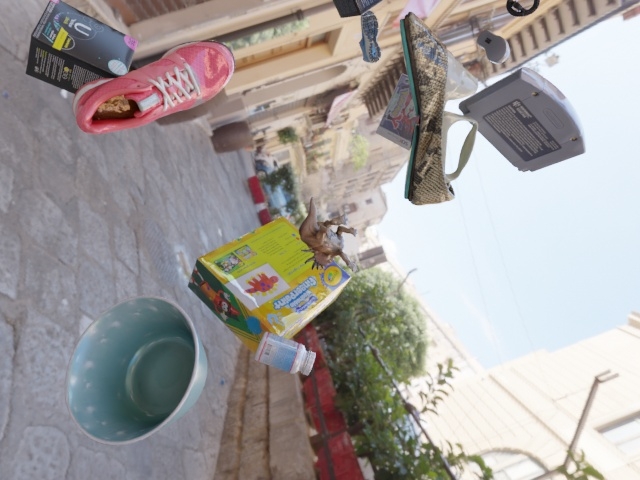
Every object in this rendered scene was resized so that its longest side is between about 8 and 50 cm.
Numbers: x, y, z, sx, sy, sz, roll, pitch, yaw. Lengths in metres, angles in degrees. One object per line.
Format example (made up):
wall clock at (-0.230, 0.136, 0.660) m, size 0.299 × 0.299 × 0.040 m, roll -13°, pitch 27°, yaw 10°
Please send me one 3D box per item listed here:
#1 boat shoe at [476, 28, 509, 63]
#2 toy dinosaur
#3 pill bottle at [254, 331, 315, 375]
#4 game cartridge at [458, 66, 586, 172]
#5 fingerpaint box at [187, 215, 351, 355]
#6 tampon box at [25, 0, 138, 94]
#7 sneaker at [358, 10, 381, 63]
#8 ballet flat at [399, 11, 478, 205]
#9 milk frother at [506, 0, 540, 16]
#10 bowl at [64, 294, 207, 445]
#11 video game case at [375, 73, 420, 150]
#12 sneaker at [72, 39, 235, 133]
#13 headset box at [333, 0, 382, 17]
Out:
boat shoe at (0.391, -0.428, 0.973) m, size 0.049 × 0.040 × 0.142 m, roll -51°, pitch -151°, yaw 35°
toy dinosaur at (0.000, 0.000, 1.366) m, size 0.295 × 0.200 × 0.127 m, roll 49°, pitch 52°, yaw -38°
pill bottle at (-0.100, 0.326, 1.251) m, size 0.087 × 0.160 × 0.087 m, roll -159°, pitch -90°, yaw -89°
game cartridge at (0.513, -0.289, 1.086) m, size 0.297 × 0.198 × 0.062 m, roll 33°, pitch 55°, yaw -27°
fingerpaint box at (-0.168, 0.148, 1.556) m, size 0.371 × 0.445 × 0.163 m, roll 41°, pitch -51°, yaw 13°
tampon box at (-0.465, -0.363, 0.863) m, size 0.101 × 0.161 × 0.120 m, roll -34°, pitch -134°, yaw 46°
sneaker at (0.147, -0.661, 1.429) m, size 0.073 × 0.063 × 0.162 m, roll 23°, pitch -54°, yaw 55°
ballet flat at (0.291, -0.302, 1.073) m, size 0.164 × 0.182 × 0.482 m, roll -74°, pitch 159°, yaw -53°
milk frother at (0.511, -0.602, 1.033) m, size 0.143 × 0.135 × 0.129 m, roll -36°, pitch -106°, yaw 40°
bowl at (-0.385, 0.294, 0.995) m, size 0.163 × 0.312 × 0.311 m, roll 62°, pitch 6°, yaw -62°
video game case at (0.284, -0.395, 1.375) m, size 0.183 × 0.023 × 0.201 m, roll 38°, pitch -65°, yaw 32°
sneaker at (-0.294, -0.264, 0.802) m, size 0.136 × 0.314 × 0.116 m, roll 55°, pitch -11°, yaw 54°
headset box at (0.140, -0.795, 1.184) m, size 0.246 × 0.283 × 0.131 m, roll 57°, pitch -7°, yaw -33°
